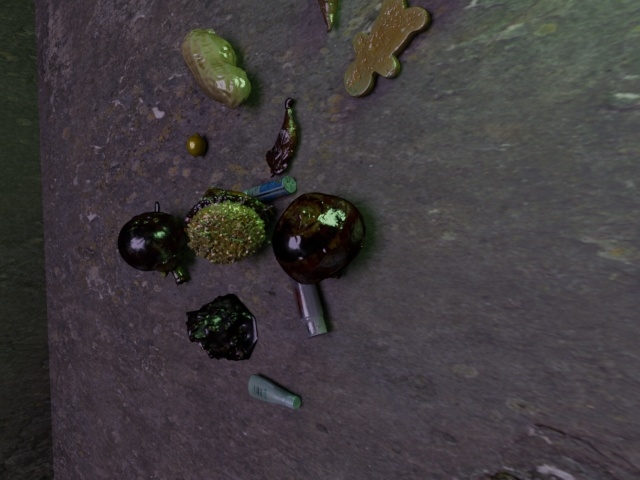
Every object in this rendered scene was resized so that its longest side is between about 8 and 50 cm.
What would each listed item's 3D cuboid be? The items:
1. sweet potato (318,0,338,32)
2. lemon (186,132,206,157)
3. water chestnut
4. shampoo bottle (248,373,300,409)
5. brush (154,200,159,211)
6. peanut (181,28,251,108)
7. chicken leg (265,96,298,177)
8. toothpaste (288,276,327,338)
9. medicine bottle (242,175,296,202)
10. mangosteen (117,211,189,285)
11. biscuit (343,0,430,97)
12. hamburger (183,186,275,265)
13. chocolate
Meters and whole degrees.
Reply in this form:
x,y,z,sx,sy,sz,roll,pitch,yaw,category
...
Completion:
x,y,z,sx,sy,sz,roll,pitch,yaw,category
0.017,-0.610,1.029,0.060,0.067,0.206,-169,73,-65,sweet potato
-0.418,-0.320,1.430,0.062,0.062,0.084,21,106,39,lemon
0.000,0.000,1.006,0.223,0.238,0.224,-29,34,22,water chestnut
-0.136,0.447,1.237,0.190,0.041,0.069,4,90,41,shampoo bottle
-0.643,-0.057,1.673,0.062,0.016,0.194,2,94,41,brush
-0.307,-0.512,1.274,0.153,0.140,0.325,-45,65,15,peanut
-0.101,-0.274,1.161,0.089,0.048,0.219,34,114,32,chicken leg
-0.053,0.095,1.133,0.100,0.066,0.324,-32,67,43,toothpaste
-0.151,-0.139,1.212,0.191,0.051,0.051,-8,87,42,medicine bottle
-0.573,0.038,1.504,0.231,0.231,0.289,-3,117,41,mangosteen
0.132,-0.430,0.959,0.153,0.030,0.234,52,124,27,biscuit
-0.253,-0.034,1.194,0.262,0.243,0.139,-54,35,32,hamburger
-0.342,0.289,1.322,0.224,0.177,0.207,42,118,34,chocolate
